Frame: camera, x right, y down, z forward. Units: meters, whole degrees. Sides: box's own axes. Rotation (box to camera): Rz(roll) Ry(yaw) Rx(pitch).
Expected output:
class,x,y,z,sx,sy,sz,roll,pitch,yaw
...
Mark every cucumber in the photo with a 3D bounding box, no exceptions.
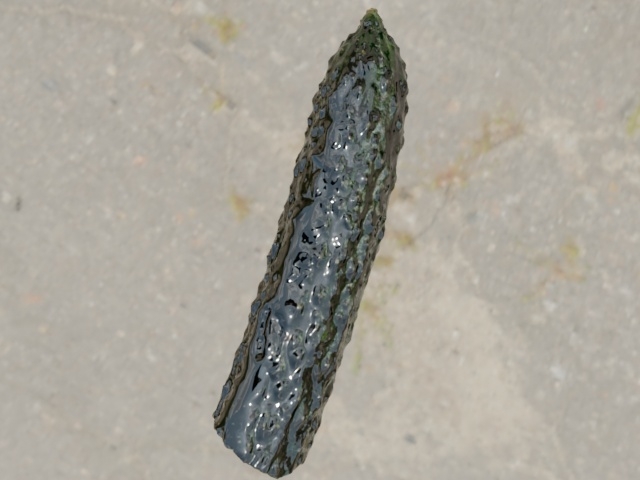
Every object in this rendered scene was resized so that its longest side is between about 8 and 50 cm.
class,x,y,z,sx,sy,sz,roll,pitch,yaw
cucumber,0.002,0.000,0.883,0.072,0.072,0.300,19,95,10
